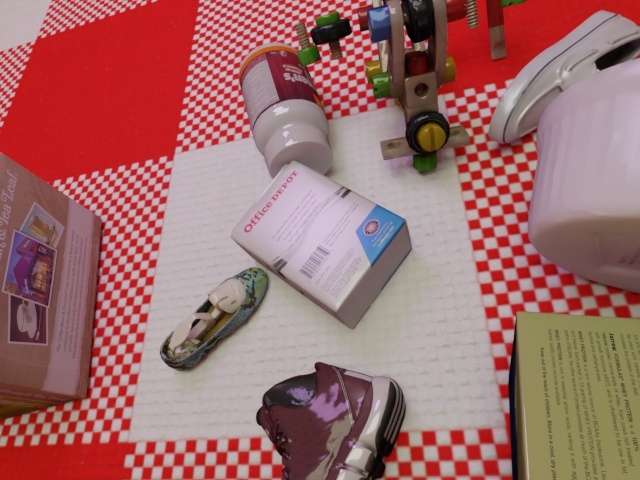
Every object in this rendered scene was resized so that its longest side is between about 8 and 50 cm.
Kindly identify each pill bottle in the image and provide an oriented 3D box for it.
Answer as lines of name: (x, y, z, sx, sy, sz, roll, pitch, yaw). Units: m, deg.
pill bottle: (-0.056, -0.204, 0.725, 0.121, 0.121, 0.221, -22, 60, 7)

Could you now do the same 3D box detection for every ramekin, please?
ramekin: (0.342, -0.036, 0.425, 0.277, 0.277, 0.135, 14, 78, 24)

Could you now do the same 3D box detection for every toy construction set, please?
toy construction set: (0.166, -0.248, 0.662, 0.308, 0.237, 0.257, -26, 27, -14)

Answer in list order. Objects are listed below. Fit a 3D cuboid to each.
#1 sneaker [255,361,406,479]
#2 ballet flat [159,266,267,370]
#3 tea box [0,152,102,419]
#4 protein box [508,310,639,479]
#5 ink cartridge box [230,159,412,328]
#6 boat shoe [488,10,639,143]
sneaker: (-0.025, 0.267, 0.502, 0.162, 0.106, 0.281, 14, 59, 30)
ballet flat: (-0.152, 0.107, 0.636, 0.070, 0.070, 0.188, 35, 79, 29)
tea box: (-0.551, 0.097, 0.686, 0.323, 0.220, 0.329, -16, 61, 12)
protein box: (0.274, 0.185, 0.379, 0.201, 0.136, 0.200, 1, 45, 19)
ink cartridge box: (0.000, 0.000, 0.625, 0.203, 0.086, 0.148, 33, 78, 30)
boat shoe: (0.343, -0.219, 0.613, 0.258, 0.095, 0.084, -44, 55, -4)
